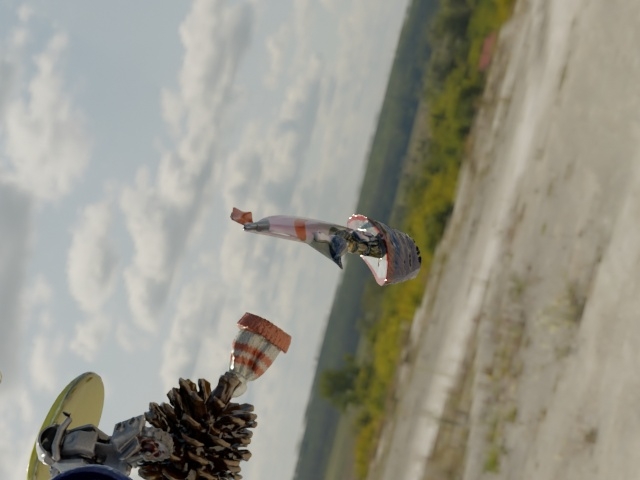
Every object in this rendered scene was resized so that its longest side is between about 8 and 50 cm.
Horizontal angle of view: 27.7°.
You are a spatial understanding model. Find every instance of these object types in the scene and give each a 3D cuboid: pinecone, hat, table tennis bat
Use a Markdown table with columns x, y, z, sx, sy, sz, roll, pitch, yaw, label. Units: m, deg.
| x | y | z | sx | sy | sz | roll | pitch | yaw | label |
| --- | --- | --- | --- | --- | --- | --- | --- | --- | --- |
| -0.189 | 0.300 | 2.002 | 0.212 | 0.185 | 0.169 | -55 | -31 | -15 | pinecone |
| -0.135 | 0.219 | 2.398 | 0.162 | 0.112 | 0.093 | -61 | -21 | -14 | hat |
| -0.450 | 0.387 | 2.147 | 0.224 | 0.054 | 0.369 | 78 | -147 | -67 | table tennis bat |

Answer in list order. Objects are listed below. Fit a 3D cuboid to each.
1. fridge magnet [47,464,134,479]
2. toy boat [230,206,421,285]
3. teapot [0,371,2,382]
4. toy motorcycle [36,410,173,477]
| x | y | z | sx | sy | sz | roll | pitch | yaw | label |
| --- | --- | --- | --- | --- | --- | --- | --- | --- | --- |
| -0.305 | 0.396 | 1.559 | 0.112 | 0.265 | 0.265 | 36 | -119 | -47 | fridge magnet |
| 0.014 | -0.006 | 2.136 | 0.219 | 0.318 | 0.072 | -61 | -12 | -69 | toy boat |
| -0.397 | 0.163 | 1.429 | 0.064 | 0.083 | 0.064 | 89 | -170 | -58 | teapot |
| -0.310 | 0.286 | 1.816 | 0.122 | 0.215 | 0.080 | 45 | -144 | -34 | toy motorcycle |
